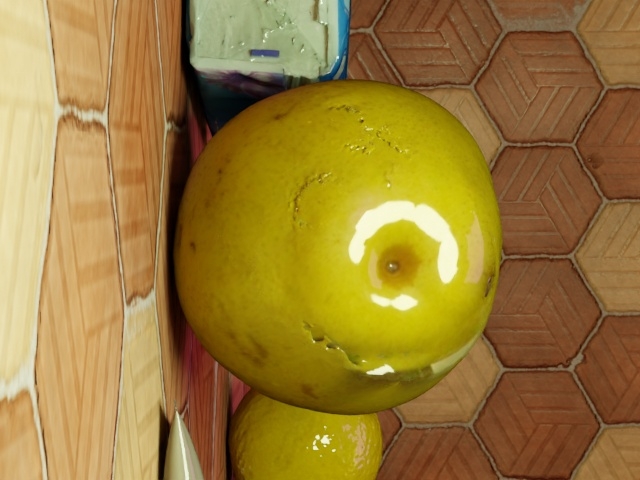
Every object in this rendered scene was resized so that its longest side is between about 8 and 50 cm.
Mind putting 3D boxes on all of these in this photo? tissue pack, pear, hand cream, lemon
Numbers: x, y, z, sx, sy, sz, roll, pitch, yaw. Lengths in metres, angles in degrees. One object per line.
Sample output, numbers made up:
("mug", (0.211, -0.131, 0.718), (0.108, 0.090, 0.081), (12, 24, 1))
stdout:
("tissue pack", (-0.044, -0.206, 1.451), (0.263, 0.146, 0.198), (89, 3, -77))
("pear", (0.013, -0.003, 1.293), (0.336, 0.285, 0.285), (-89, 179, -73))
("hand cream", (-0.102, 0.221, 1.180), (0.087, 0.054, 0.186), (97, -13, -71))
("lemon", (-0.021, 0.247, 1.809), (0.244, 0.187, 0.187), (-58, -176, 9))
